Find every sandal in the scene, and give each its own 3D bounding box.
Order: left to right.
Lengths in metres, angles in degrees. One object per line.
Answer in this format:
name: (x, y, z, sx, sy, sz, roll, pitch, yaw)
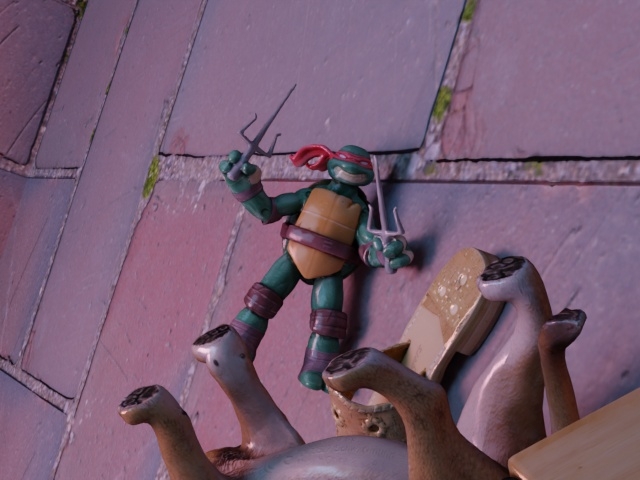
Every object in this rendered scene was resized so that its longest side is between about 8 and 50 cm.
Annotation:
sandal: (0.043, 0.103, 0.827, 0.240, 0.079, 0.088, -62, 29, 15)

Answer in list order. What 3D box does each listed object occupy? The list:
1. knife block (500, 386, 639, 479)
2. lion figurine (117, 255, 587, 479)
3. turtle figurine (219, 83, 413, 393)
knife block: (0.140, 0.115, 0.471, 0.275, 0.242, 0.088, -64, 29, 10)
lion figurine: (0.028, 0.163, 0.717, 0.392, 0.240, 0.142, -13, 20, 41)
turtle figurine: (0.000, 0.000, 0.944, 0.175, 0.118, 0.234, 18, 89, 22)
